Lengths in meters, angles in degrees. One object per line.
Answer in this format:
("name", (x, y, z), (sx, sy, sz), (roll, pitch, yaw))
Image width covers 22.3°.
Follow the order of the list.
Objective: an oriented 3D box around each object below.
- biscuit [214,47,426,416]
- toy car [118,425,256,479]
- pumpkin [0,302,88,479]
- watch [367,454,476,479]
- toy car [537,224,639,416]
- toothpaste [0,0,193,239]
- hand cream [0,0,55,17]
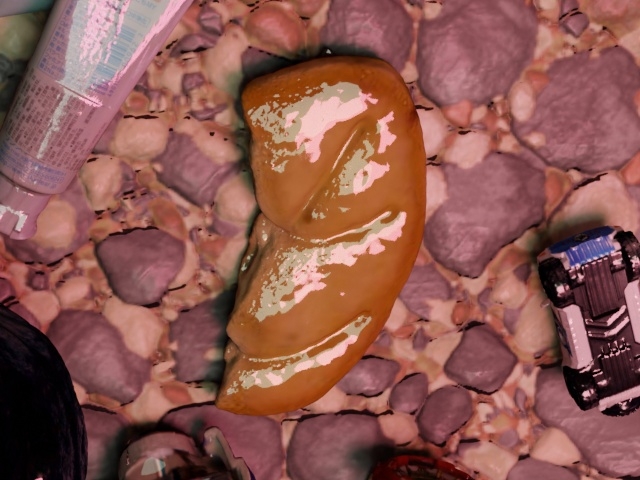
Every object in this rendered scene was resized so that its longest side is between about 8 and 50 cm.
("biscuit", (0.004, 0.001, 1.234), (0.154, 0.045, 0.299), (-2, 116, -17))
("toy car", (-0.136, 0.274, 1.268), (0.235, 0.172, 0.158), (-25, 134, 2))
("pumpkin", (-0.324, 0.128, 1.023), (0.363, 0.363, 0.266), (27, 92, -26))
("watch", (0.064, 0.310, 1.323), (0.102, 0.165, 0.268), (11, 91, -20))
("toy car", (0.226, 0.067, 1.313), (0.080, 0.070, 0.170), (-21, 118, -5))
("toothpaste", (-0.167, -0.105, 1.109), (0.089, 0.057, 0.234), (23, 116, -22))
("hand cream", (-0.086, -0.206, 1.105), (0.312, 0.070, 0.111), (-1, 118, -7))
